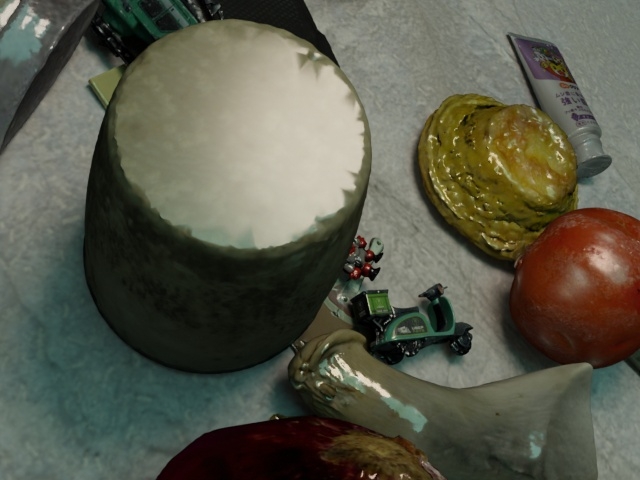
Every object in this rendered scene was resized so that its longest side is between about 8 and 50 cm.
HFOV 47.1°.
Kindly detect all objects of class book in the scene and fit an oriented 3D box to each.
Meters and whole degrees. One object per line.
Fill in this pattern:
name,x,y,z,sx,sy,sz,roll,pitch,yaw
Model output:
book,-0.232,-0.195,0.948,0.111,0.014,0.077,-34,89,-30

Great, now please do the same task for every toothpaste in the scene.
toothpaste,0.418,-0.248,1.276,0.113,0.073,0.299,1,59,-26

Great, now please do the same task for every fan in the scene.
fan,0.032,0.079,0.961,0.152,0.008,0.227,39,57,-6

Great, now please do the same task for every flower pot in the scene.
flower pot,-0.100,-0.038,0.730,0.293,0.330,0.294,4,70,-10

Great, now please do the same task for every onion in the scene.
onion,-0.021,0.358,0.658,0.347,0.348,0.385,20,95,-17

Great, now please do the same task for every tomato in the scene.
tomato,0.376,0.072,1.008,0.232,0.232,0.188,-16,35,-31

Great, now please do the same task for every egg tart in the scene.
egg tart,0.288,-0.111,1.108,0.293,0.123,0.294,11,62,-21

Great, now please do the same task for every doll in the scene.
doll,0.000,0.000,0.953,0.169,0.057,0.109,30,49,-16

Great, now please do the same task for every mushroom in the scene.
mushroom,0.147,0.213,0.879,0.396,0.126,0.178,11,76,-20

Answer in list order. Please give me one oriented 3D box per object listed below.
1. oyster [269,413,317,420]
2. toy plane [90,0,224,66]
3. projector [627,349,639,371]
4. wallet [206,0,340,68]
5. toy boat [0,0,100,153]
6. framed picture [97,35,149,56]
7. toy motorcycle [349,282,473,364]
oyster,-0.013,0.229,0.855,0.093,0.034,0.051,8,56,-19
toy plane,-0.254,-0.332,0.934,0.155,0.106,0.382,-42,90,-2
projector,0.571,0.095,1.083,0.163,0.242,0.177,45,54,-4
wallet,-0.086,-0.275,1.044,0.247,0.041,0.323,-16,79,-33
toy boat,-0.399,-0.267,0.831,0.293,0.111,0.276,44,72,-7
framed picture,-0.220,-0.285,1.003,0.149,0.011,0.109,14,61,-20
toy motorcycle,0.129,0.108,0.965,0.173,0.058,0.100,-1,68,-31
